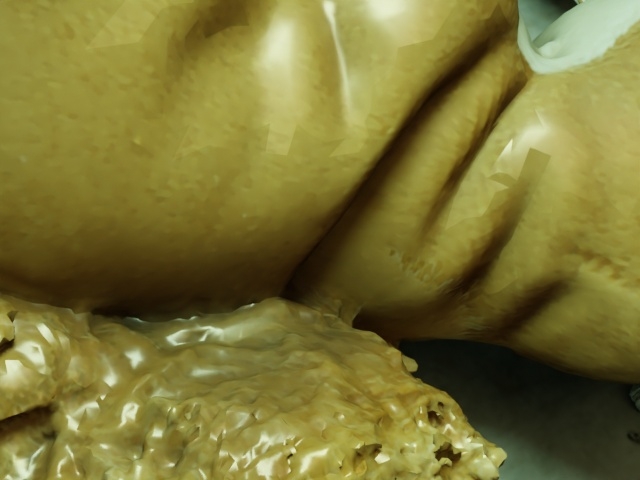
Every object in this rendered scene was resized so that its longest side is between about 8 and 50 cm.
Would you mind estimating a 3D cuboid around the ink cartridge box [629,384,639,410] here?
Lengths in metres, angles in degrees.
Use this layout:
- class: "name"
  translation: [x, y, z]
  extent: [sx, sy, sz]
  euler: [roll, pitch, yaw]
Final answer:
- class: "ink cartridge box"
  translation: [0.223, 0.039, 0.711]
  extent: [0.099, 0.056, 0.135]
  euler: [30, 63, -3]

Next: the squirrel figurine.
- class: "squirrel figurine"
  translation: [0.000, 0.000, 0.588]
  extent: [0.370, 0.281, 0.397]
  euler: [26, 78, -15]
